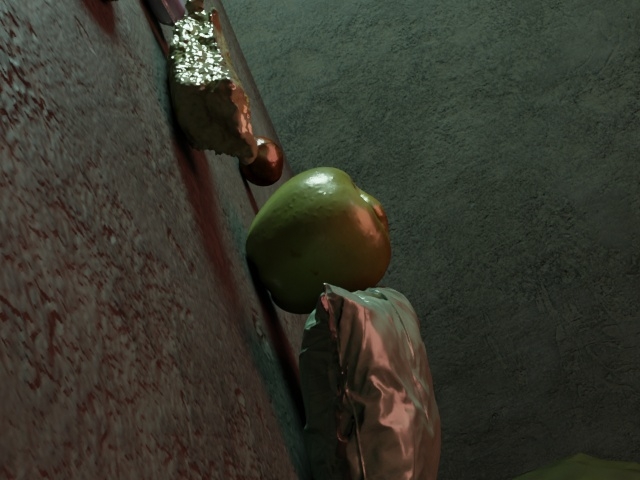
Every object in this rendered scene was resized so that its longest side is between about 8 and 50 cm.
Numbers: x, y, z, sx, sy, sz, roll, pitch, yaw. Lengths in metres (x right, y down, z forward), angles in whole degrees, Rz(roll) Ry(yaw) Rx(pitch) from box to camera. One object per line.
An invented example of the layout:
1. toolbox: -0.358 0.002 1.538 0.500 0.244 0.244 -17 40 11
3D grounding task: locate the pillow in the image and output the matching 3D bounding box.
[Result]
1. pillow: 0.060 0.182 0.978 0.310 0.138 0.283 0 82 -75

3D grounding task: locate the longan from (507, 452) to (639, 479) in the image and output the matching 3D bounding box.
1. longan: 0.230 0.407 0.700 0.404 0.404 0.436 -109 -158 -50

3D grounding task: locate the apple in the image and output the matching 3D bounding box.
1. apple: 0.000 0.000 1.119 0.200 0.200 0.200 -22 90 -87

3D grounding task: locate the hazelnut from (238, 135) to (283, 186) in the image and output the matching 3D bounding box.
1. hazelnut: -0.105 -0.134 1.431 0.086 0.086 0.086 -22 90 -87

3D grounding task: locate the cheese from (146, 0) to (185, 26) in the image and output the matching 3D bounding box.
1. cheese: -0.227 -0.362 1.131 0.105 0.042 0.191 -101 167 -82

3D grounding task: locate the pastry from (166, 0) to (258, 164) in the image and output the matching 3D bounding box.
1. pastry: -0.135 -0.183 1.019 0.258 0.089 0.121 -107 178 -50
